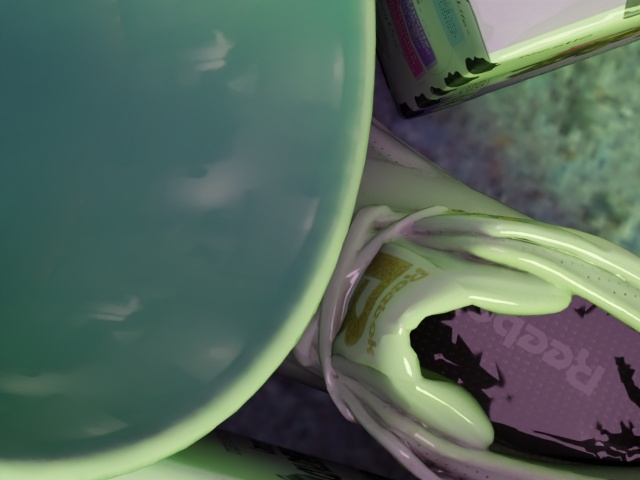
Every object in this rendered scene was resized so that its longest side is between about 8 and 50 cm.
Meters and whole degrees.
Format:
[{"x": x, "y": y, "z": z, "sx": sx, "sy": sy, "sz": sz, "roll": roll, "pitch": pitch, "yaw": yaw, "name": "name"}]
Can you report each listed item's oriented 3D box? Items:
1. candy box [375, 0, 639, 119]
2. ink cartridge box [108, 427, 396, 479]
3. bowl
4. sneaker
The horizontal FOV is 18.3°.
[{"x": 0.100, "y": -0.101, "z": 0.604, "sx": 0.165, "sy": 0.196, "sz": 0.070, "roll": -19, "pitch": 90, "yaw": -4, "name": "candy box"}, {"x": 0.033, "y": 0.137, "z": 0.594, "sx": 0.273, "sy": 0.197, "sz": 0.114, "roll": 16, "pitch": 87, "yaw": -4, "name": "ink cartridge box"}, {"x": -0.139, "y": -0.085, "z": 0.498, "sx": 0.163, "sy": 0.311, "sz": 0.311, "roll": -11, "pitch": 90, "yaw": 34, "name": "bowl"}, {"x": 0.000, "y": 0.000, "z": 0.610, "sx": 0.292, "sy": 0.169, "sz": 0.108, "roll": 23, "pitch": 89, "yaw": -2, "name": "sneaker"}]
